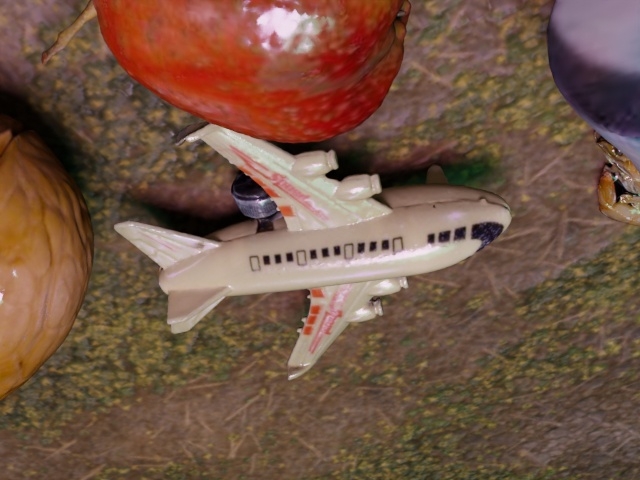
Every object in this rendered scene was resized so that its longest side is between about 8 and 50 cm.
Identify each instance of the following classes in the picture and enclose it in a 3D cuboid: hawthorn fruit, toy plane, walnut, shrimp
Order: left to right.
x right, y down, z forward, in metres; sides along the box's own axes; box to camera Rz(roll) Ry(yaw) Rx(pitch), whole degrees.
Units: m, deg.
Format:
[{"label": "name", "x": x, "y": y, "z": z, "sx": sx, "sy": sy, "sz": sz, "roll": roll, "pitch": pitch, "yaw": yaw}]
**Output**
[{"label": "walnut", "x": -0.220, "y": 0.012, "z": 0.611, "sx": 0.167, "sy": 0.167, "sz": 0.207, "roll": 19, "pitch": 127, "yaw": -26}, {"label": "hawthorn fruit", "x": -0.056, "y": -0.128, "z": 0.521, "sx": 0.203, "sy": 0.162, "sz": 0.162, "roll": 2, "pitch": 135, "yaw": 5}, {"label": "toy plane", "x": 0.000, "y": 0.000, "z": 0.683, "sx": 0.244, "sy": 0.092, "sz": 0.229, "roll": -15, "pitch": 133, "yaw": 4}, {"label": "shrimp", "x": 0.215, "y": -0.038, "z": 0.732, "sx": 0.108, "sy": 0.023, "sz": 0.059, "roll": 28, "pitch": 133, "yaw": -31}]

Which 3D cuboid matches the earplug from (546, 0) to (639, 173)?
[{"label": "earplug", "x": 0.282, "y": -0.044, "z": 0.638, "sx": 0.185, "sy": 0.185, "sz": 0.324, "roll": -27, "pitch": 137, "yaw": 17}]
